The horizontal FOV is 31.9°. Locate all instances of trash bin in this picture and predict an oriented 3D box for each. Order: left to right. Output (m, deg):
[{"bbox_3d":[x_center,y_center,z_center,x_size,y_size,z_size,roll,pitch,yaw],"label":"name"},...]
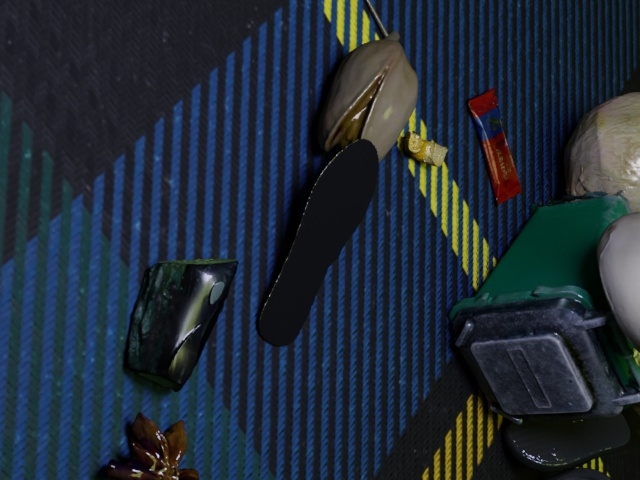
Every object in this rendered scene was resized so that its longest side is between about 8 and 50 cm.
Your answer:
[{"bbox_3d":[0.429,0.101,1.899,0.259,0.295,0.381,59,43,-25],"label":"trash bin"}]

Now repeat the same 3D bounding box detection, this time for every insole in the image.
[{"bbox_3d":[0.000,0.000,1.583,0.109,0.007,0.322,32,81,-39],"label":"insole"}]

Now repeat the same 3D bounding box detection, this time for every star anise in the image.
[{"bbox_3d":[-0.199,0.291,1.369,0.168,0.057,0.168,5,82,-45],"label":"star anise"}]

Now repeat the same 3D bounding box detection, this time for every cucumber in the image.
[{"bbox_3d":[-0.168,0.090,1.416,0.115,0.085,0.193,36,67,-40],"label":"cucumber"}]

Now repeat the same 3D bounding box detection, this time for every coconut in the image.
[{"bbox_3d":[0.580,-0.130,2.087,0.297,0.254,0.297,-3,90,-73],"label":"coconut"}]

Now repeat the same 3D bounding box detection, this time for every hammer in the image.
[{"bbox_3d":[0.087,-0.356,1.778,0.035,0.019,0.110,-47,113,-39],"label":"hammer"}]

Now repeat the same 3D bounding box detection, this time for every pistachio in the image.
[{"bbox_3d":[0.072,-0.203,1.661,0.129,0.131,0.206,23,66,4],"label":"pistachio"}]

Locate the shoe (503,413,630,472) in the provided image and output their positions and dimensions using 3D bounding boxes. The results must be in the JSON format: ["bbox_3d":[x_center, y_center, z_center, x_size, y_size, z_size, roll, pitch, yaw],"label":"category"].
[{"bbox_3d":[0.429,0.358,1.983,0.241,0.093,0.108,-6,60,-22],"label":"shoe"}]

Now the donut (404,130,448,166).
[{"bbox_3d":[0.165,-0.147,1.801,0.083,0.067,0.038,30,79,-77],"label":"donut"}]

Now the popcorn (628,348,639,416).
[{"bbox_3d":[0.662,0.200,2.099,0.279,0.335,0.274,-1,122,-19],"label":"popcorn"}]

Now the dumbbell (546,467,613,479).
[{"bbox_3d":[0.507,0.567,1.991,0.406,0.179,0.179,56,50,-27],"label":"dumbbell"}]

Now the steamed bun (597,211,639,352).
[{"bbox_3d":[0.525,0.061,1.692,0.232,0.145,0.232,38,40,-42],"label":"steamed bun"}]

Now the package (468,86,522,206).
[{"bbox_3d":[0.310,-0.165,1.983,0.083,0.022,0.200,-31,109,-44],"label":"package"}]
